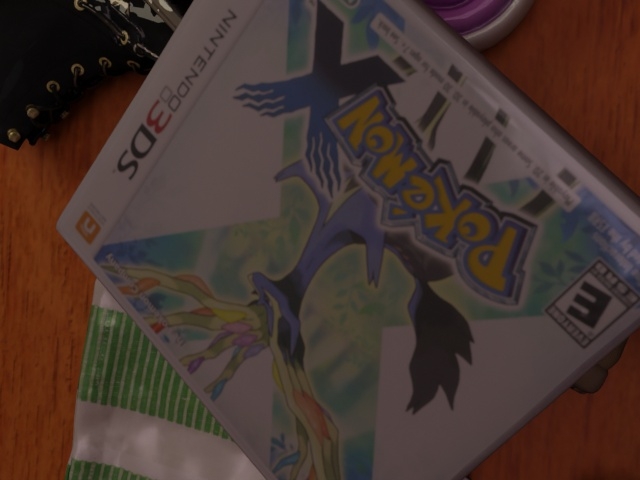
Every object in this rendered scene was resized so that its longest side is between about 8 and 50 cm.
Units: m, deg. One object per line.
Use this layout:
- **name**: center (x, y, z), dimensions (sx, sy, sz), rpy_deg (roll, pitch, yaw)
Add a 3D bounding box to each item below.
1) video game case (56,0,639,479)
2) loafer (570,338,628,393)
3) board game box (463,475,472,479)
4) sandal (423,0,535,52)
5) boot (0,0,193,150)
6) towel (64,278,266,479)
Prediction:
- **video game case**: center (0.000, 0.000, 0.501), dimensions (0.329, 0.036, 0.300), rpy_deg (46, 117, 13)
- **loafer**: center (0.105, -0.019, 0.534), dimensions (0.092, 0.102, 0.268), rpy_deg (-45, 78, 2)
- **board game box**: center (0.047, 0.182, 0.569), dimensions (0.090, 0.020, 0.090), rpy_deg (36, 91, -7)
- **sandal**: center (-0.018, -0.292, 0.559), dimensions (0.416, 0.102, 0.169), rpy_deg (36, 99, 12)
- **boot**: center (-0.172, -0.130, 0.615), dimensions (0.236, 0.085, 0.178), rpy_deg (43, 105, 10)
- **towel**: center (-0.092, 0.190, 0.616), dimensions (0.248, 0.038, 0.324), rpy_deg (12, 93, 13)
